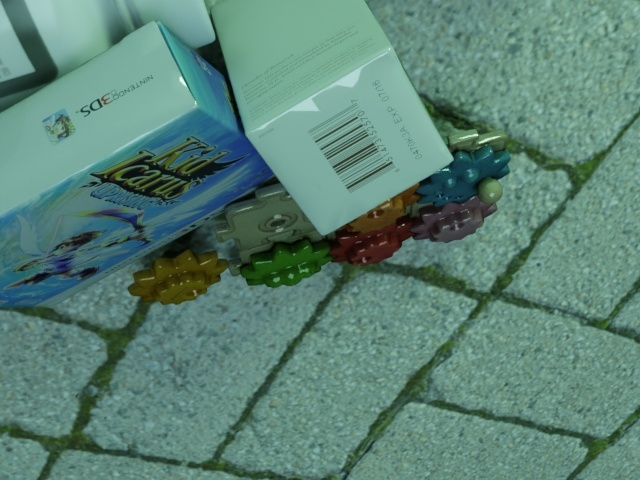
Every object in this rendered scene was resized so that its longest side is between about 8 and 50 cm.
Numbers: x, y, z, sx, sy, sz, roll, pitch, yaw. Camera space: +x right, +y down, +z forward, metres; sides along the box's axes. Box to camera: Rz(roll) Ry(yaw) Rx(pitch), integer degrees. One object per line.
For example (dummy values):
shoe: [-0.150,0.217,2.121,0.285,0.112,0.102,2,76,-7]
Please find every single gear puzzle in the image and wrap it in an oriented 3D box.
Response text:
gear puzzle: [0.000,0.000,0.755,0.339,0.044,0.175,-16,157,-4]

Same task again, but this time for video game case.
video game case: [-0.158,-0.031,0.610,0.244,0.061,0.269,-29,173,7]

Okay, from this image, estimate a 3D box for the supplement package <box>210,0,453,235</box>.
supplement package: [0.002,-0.112,0.615,0.105,0.179,0.105,-30,131,9]

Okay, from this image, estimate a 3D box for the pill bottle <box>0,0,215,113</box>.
pill bottle: [-0.219,-0.144,0.535,0.283,0.161,0.161,-18,132,-2]
